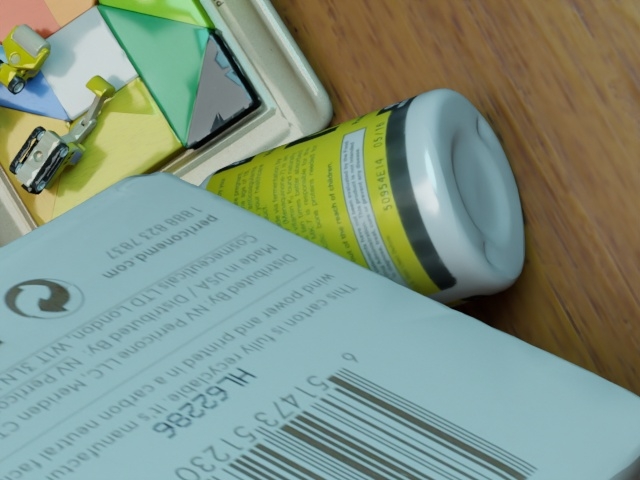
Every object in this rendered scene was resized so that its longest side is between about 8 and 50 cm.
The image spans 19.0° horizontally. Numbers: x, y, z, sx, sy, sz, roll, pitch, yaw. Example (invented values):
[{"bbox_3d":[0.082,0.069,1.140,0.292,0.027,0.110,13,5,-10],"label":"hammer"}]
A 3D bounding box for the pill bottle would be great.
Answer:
[{"bbox_3d":[0.000,0.000,1.086,0.208,0.119,0.119,-19,81,25],"label":"pill bottle"}]

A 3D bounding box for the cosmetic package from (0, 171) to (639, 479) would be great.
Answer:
[{"bbox_3d":[-0.078,0.239,0.942,0.327,0.329,0.393,25,123,25],"label":"cosmetic package"}]

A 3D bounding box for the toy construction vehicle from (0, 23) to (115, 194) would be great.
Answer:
[{"bbox_3d":[-0.179,-0.073,1.149,0.086,0.035,0.098,35,95,21],"label":"toy construction vehicle"}]

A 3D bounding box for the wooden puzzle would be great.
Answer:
[{"bbox_3d":[-0.142,-0.104,1.172,0.239,0.044,0.221,-34,84,15],"label":"wooden puzzle"}]
